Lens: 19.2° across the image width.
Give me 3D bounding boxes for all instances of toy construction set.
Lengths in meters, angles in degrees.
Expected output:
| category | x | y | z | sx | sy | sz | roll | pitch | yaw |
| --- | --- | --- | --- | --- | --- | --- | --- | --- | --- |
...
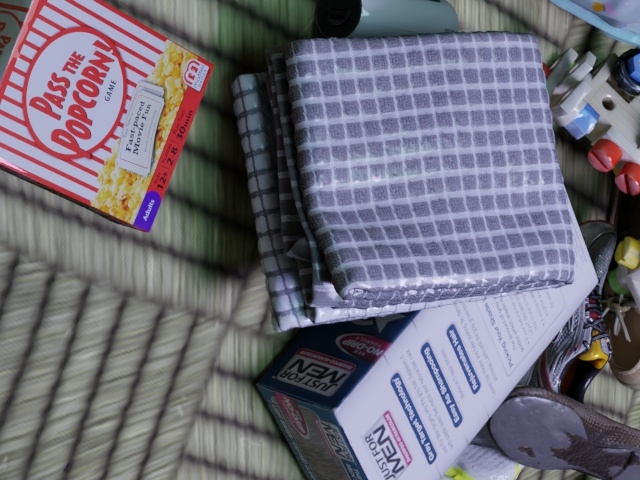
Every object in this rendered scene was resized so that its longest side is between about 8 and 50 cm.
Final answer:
| category | x | y | z | sx | sy | sz | roll | pitch | yaw |
| --- | --- | --- | --- | --- | --- | --- | --- | --- | --- |
| toy construction set | 0.307 | -0.068 | 1.880 | 0.327 | 0.151 | 0.215 | 50 | 61 | -18 |

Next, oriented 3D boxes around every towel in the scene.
| category | x | y | z | sx | sy | sz | roll | pitch | yaw |
| --- | --- | --- | --- | --- | --- | --- | --- | --- | --- |
| towel | 0.079 | -0.057 | 1.605 | 0.284 | 0.121 | 0.235 | -6 | 85 | -33 |

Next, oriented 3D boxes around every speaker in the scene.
| category | x | y | z | sx | sy | sz | roll | pitch | yaw |
| --- | --- | --- | --- | --- | --- | --- | --- | --- | --- |
| speaker | 0.059 | -0.195 | 1.672 | 0.136 | 0.055 | 0.055 | 3 | 99 | -47 |

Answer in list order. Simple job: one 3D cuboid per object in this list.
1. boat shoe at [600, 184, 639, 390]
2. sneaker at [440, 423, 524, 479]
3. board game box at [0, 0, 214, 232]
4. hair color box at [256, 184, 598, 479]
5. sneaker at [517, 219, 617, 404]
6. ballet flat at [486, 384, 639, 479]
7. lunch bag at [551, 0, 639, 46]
| category | x | y | z | sx | sy | sz | roll | pitch | yaw |
| --- | --- | --- | --- | --- | --- | --- | --- | --- | --- |
| boat shoe | 0.338 | 0.015 | 2.013 | 0.089 | 0.104 | 0.285 | 15 | 79 | -39 |
| sneaker | 0.109 | 0.267 | 1.860 | 0.240 | 0.091 | 0.126 | -20 | 134 | -43 |
| board game box | -0.182 | -0.106 | 1.444 | 0.193 | 0.045 | 0.146 | 26 | 82 | -48 |
| hair color box | 0.108 | 0.083 | 1.770 | 0.347 | 0.105 | 0.174 | -48 | 131 | -27 |
| sneaker | 0.268 | 0.089 | 1.955 | 0.088 | 0.093 | 0.225 | 18 | 87 | -48 |
| ballet flat | 0.251 | 0.190 | 1.885 | 0.250 | 0.058 | 0.084 | 22 | 121 | -37 |
| lunch bag | 0.323 | -0.311 | 1.823 | 0.262 | 0.160 | 0.223 | 18 | 75 | -44 |
